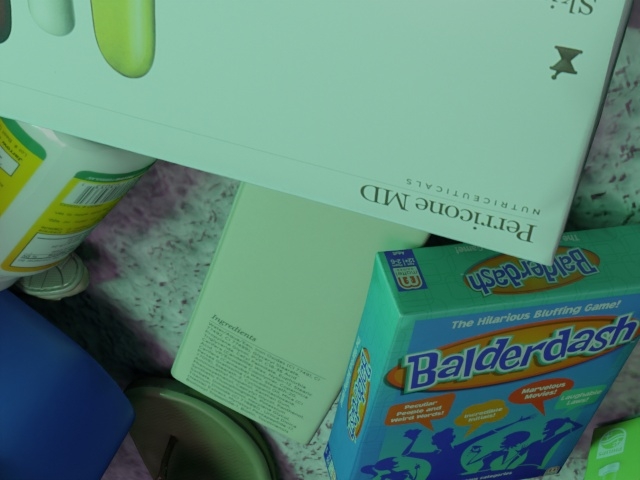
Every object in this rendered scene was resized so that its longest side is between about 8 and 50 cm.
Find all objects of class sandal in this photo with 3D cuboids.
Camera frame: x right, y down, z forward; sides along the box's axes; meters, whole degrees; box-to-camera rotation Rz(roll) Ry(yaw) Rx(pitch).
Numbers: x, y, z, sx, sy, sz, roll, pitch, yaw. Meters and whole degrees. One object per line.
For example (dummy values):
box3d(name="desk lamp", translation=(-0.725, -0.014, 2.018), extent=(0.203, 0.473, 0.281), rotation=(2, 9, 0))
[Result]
box3d(name="sandal", translation=(-0.093, 0.252, 0.872), extent=(0.120, 0.086, 0.302), rotation=(-7, 107, 26))

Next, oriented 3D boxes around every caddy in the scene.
box3d(name="caddy", translation=(-0.316, 0.137, 0.809), extent=(0.341, 0.179, 0.241), rotation=(39, 145, -5))

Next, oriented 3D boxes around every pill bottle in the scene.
box3d(name="pill bottle", translation=(-0.188, -0.048, 0.669), extent=(0.117, 0.117, 0.208), rotation=(41, 133, -11))

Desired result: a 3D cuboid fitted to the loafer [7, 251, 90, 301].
box3d(name="loafer", translation=(-0.224, 0.025, 0.805), extent=(0.125, 0.045, 0.039), rotation=(5, 155, 27))

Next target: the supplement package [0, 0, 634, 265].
box3d(name="supplement package", translation=(0.004, -0.135, 0.446), extent=(0.262, 0.204, 0.145), rotation=(15, 133, 13))

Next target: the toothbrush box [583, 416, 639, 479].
box3d(name="toothbrush box", translation=(0.245, 0.263, 0.613), extent=(0.122, 0.283, 0.206), rotation=(-26, 112, 39))

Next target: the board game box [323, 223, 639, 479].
box3d(name="board game box", translation=(0.096, 0.082, 0.627), extent=(0.160, 0.047, 0.210), rotation=(-6, 139, -14))

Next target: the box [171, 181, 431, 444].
box3d(name="box", translation=(0.000, 0.000, 0.637), extent=(0.113, 0.094, 0.275), rotation=(28, 133, 1))
